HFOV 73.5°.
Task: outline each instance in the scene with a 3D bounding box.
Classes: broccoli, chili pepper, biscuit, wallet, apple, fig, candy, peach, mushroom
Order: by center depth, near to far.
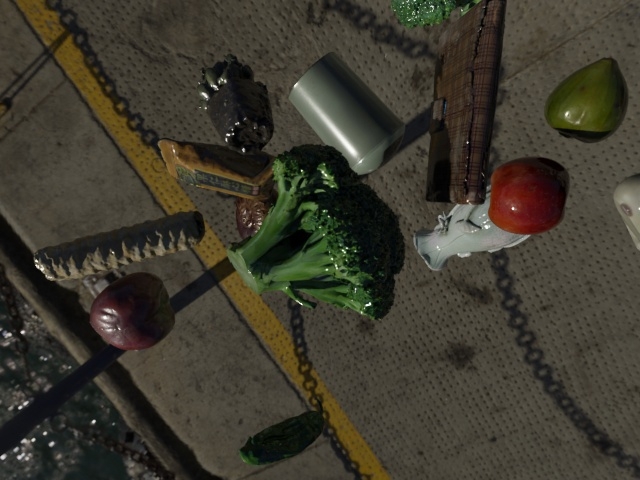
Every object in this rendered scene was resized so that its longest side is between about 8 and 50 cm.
[{"bbox_3d":[0.175,-0.160,0.531,0.042,0.124,0.229,1,96,-10],"label":"wallet"},{"bbox_3d":[-0.270,0.009,0.595,0.220,0.055,0.061,-15,147,-17],"label":"biscuit"},{"bbox_3d":[0.000,0.000,0.603,0.242,0.269,0.261,-27,99,-21],"label":"broccoli"},{"bbox_3d":[-0.366,0.139,0.827,0.152,0.152,0.151,2,105,9],"label":"peach"},{"bbox_3d":[-0.233,-0.166,0.997,0.272,0.101,0.143,10,147,-8],"label":"candy"},{"bbox_3d":[0.298,-0.623,1.022,0.271,0.270,0.269,18,109,-23],"label":"broccoli"},{"bbox_3d":[-0.079,0.481,1.061,0.100,0.257,0.074,53,125,28],"label":"chili pepper"},{"bbox_3d":[0.744,-0.387,1.184,0.203,0.203,0.225,19,123,4],"label":"fig"},{"bbox_3d":[0.575,-0.122,1.187,0.202,0.218,0.217,6,106,23],"label":"apple"},{"bbox_3d":[-0.255,-0.098,1.787,0.163,0.278,0.296,-9,94,-31],"label":"mushroom"}]

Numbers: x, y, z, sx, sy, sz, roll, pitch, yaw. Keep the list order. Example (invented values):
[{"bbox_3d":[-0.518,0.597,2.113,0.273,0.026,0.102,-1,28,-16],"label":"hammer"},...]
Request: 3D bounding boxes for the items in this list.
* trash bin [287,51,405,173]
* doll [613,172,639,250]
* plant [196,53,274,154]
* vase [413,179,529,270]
[{"bbox_3d":[0.110,-0.455,1.611,0.280,0.280,0.432,-41,94,17],"label":"trash bin"},{"bbox_3d":[0.867,-0.107,0.972,0.370,0.226,0.214,-37,76,43],"label":"doll"},{"bbox_3d":[-0.117,-0.192,0.604,0.094,0.092,0.143,-47,55,29],"label":"plant"},{"bbox_3d":[0.563,-0.046,1.595,0.250,0.250,0.446,50,134,-5],"label":"vase"}]
